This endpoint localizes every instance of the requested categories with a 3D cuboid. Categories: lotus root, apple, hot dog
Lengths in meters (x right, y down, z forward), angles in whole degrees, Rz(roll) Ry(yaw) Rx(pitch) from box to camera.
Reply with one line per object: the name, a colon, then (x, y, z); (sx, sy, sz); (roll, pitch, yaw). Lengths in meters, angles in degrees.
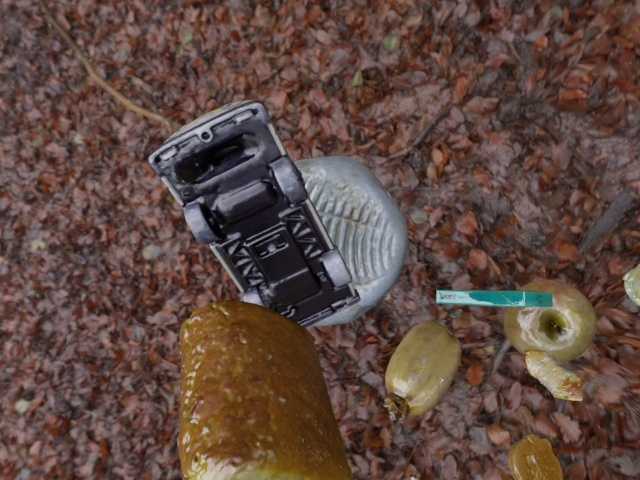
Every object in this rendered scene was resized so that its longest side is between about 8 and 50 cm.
lotus root: (0.270, 0.361, 1.158); (0.169, 0.343, 0.151); (47, 143, -1)
apple: (0.693, 0.243, 1.298); (0.257, 0.234, 0.256); (1, 93, 13)
hot dog: (0.568, 0.330, 1.021); (0.078, 0.061, 0.169); (-37, 34, 2)

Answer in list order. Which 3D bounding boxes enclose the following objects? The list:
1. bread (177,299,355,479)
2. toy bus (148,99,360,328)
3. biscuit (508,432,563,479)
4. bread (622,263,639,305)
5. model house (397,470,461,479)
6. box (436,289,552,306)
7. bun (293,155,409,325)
bread: (-0.055, 0.141, 0.355); (0.103, 0.132, 0.172); (-47, 34, 18)
toy bus: (-0.076, -0.037, 0.572); (0.143, 0.305, 0.179); (-26, 32, 3)
biscuit: (0.551, 0.615, 1.054); (0.035, 0.185, 0.248); (116, 153, -50)
bread: (0.867, 0.090, 0.941); (0.333, 0.333, 0.159); (-23, 72, 23)
model house: (0.284, 0.614, 0.915); (0.271, 0.206, 0.178); (24, 75, 23)
box: (0.435, 0.146, 1.065); (0.227, 0.161, 0.042); (-7, 80, 49)
bun: (0.006, 0.000, 0.849); (0.355, 0.194, 0.353); (1, 106, 5)
